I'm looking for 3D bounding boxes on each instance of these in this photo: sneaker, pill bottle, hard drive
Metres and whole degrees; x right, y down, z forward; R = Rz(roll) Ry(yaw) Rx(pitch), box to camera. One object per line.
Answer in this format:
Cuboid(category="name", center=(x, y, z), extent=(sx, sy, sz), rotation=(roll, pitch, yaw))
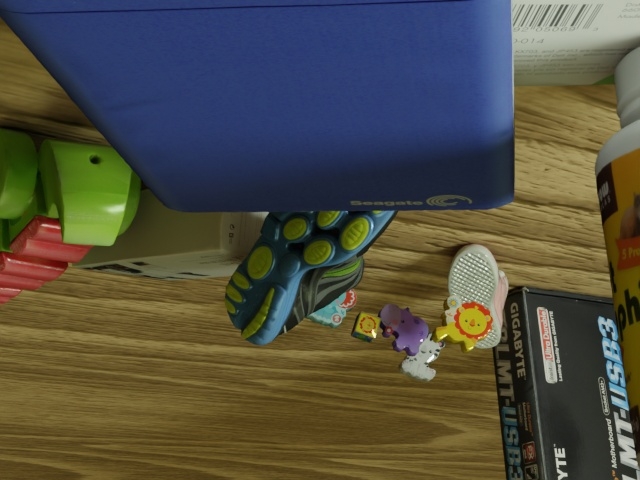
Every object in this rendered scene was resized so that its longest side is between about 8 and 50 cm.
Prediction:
Cuboid(category="sneaker", center=(0.159, 0.039, 1.398), extent=(0.051, 0.070, 0.134), rotation=(-1, 133, 15))
Cuboid(category="pill bottle", center=(0.201, 0.009, 0.686), extent=(0.117, 0.214, 0.117), rotation=(-4, 163, -1))
Cuboid(category="hard drive", center=(-0.013, -0.076, 0.672), extent=(0.210, 0.040, 0.318), rotation=(0, 165, 8))
Cuboid(category="sneaker", center=(0.000, 0.000, 0.942), extent=(0.078, 0.067, 0.188), rotation=(-26, 162, -44))

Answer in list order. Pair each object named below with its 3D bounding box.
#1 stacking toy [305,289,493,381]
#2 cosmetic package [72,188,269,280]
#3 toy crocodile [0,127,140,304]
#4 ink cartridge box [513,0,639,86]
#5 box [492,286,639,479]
Cuboid(category="stacking toy", center=(0.043, 0.071, 1.378), extent=(0.221, 0.052, 0.167), rotation=(20, 161, -5))
Cuboid(category="cosmetic package", center=(-0.098, -0.005, 1.090), extent=(0.099, 0.060, 0.239), rotation=(7, 172, -34))
Cuboid(category="toy crocodile", center=(-0.238, -0.004, 1.075), extent=(0.115, 0.105, 0.341), rotation=(10, 157, -37))
Cuboid(category="ink cartridge box", center=(0.161, -0.190, 0.601), extent=(0.207, 0.119, 0.353), rotation=(-2, 162, -7))
Cuboid(category="box", center=(0.328, 0.212, 1.548), extent=(0.293, 0.295, 0.073), rotation=(10, 156, -34))
